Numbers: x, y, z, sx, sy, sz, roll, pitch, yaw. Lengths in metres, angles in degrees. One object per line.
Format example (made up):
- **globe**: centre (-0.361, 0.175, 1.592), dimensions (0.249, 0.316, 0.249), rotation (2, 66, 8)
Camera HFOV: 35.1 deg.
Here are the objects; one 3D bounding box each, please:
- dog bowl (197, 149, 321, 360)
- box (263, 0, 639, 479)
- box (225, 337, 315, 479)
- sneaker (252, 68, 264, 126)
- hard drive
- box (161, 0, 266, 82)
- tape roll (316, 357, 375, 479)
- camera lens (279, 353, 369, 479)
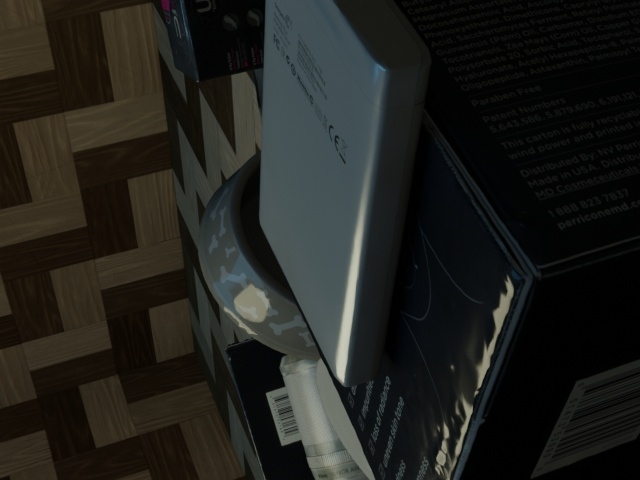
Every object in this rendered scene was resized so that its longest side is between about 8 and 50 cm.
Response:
- **dog bowl**: centre (0.000, 0.000, 1.487), dimensions (0.349, 0.348, 0.102), rotation (68, 149, 24)
- **box**: centre (0.154, -0.029, 0.980), dimensions (0.480, 0.297, 0.472), rotation (97, 152, -50)
- **box**: centre (-0.027, 0.319, 1.964), dimensions (0.294, 0.182, 0.296), rotation (31, -140, -79)
- **sneaker**: centre (-0.030, -0.260, 1.669), dimensions (0.086, 0.163, 0.226), rotation (80, 177, -47)
- **hard drive**: centre (0.006, -0.072, 0.851), dimensions (0.353, 0.047, 0.233), rotation (96, 155, -46)
- **box**: centre (-0.095, -0.352, 1.575), dimensions (0.165, 0.270, 0.143), rotation (-142, 39, -64)
- **tape roll**: centre (0.120, 0.239, 1.334), dimensions (0.286, 0.100, 0.286), rotation (42, 152, 29)
- **camera lens**: centre (0.065, 0.281, 1.702), dimensions (0.219, 0.219, 0.274), rotation (142, 112, -73)
